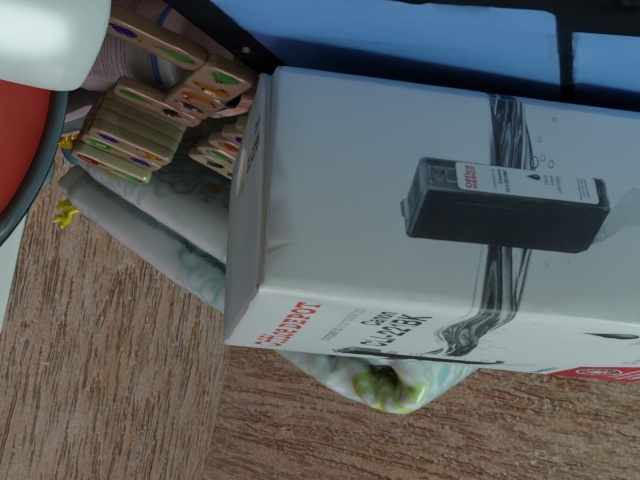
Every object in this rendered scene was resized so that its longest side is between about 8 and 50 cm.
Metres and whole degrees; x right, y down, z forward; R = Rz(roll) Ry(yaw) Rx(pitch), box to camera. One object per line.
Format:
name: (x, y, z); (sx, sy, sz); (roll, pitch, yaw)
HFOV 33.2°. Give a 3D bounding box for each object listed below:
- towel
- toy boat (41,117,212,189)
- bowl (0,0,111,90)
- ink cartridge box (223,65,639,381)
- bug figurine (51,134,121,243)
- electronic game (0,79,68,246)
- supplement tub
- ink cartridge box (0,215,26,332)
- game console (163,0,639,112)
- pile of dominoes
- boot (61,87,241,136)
towel: (0.000, 0.000, 0.963); (0.374, 0.090, 0.320); (32, -153, 21)
toy boat: (-0.270, -0.112, 1.357); (0.268, 0.148, 0.318); (12, 179, 33)
bowl: (-0.135, -0.125, 0.358); (0.142, 0.142, 0.053); (12, 134, -46)
ink cartridge box: (0.088, 0.004, 0.594); (0.273, 0.114, 0.197); (7, 166, -8)
bug figurine: (-0.160, -0.082, 1.161); (0.279, 0.216, 0.072); (12, 137, -4)
electronic game: (-0.214, -0.072, 0.415); (0.229, 0.229, 0.048); (13, 168, -15)
supplement tub: (-0.119, -0.131, 0.725); (0.107, 0.071, 0.071); (12, 179, 30)
ink cartridge box: (-0.485, -0.083, 1.093); (0.385, 0.279, 0.160); (12, -157, -17)
game console: (0.113, -0.092, 0.508); (0.342, 0.060, 0.386); (12, 179, 14)
pile of dominoes: (-0.099, -0.072, 0.680); (0.196, 0.040, 0.251); (23, 169, -18)
boot: (-0.183, -0.113, 0.825); (0.209, 0.076, 0.190); (-2, -174, 15)
